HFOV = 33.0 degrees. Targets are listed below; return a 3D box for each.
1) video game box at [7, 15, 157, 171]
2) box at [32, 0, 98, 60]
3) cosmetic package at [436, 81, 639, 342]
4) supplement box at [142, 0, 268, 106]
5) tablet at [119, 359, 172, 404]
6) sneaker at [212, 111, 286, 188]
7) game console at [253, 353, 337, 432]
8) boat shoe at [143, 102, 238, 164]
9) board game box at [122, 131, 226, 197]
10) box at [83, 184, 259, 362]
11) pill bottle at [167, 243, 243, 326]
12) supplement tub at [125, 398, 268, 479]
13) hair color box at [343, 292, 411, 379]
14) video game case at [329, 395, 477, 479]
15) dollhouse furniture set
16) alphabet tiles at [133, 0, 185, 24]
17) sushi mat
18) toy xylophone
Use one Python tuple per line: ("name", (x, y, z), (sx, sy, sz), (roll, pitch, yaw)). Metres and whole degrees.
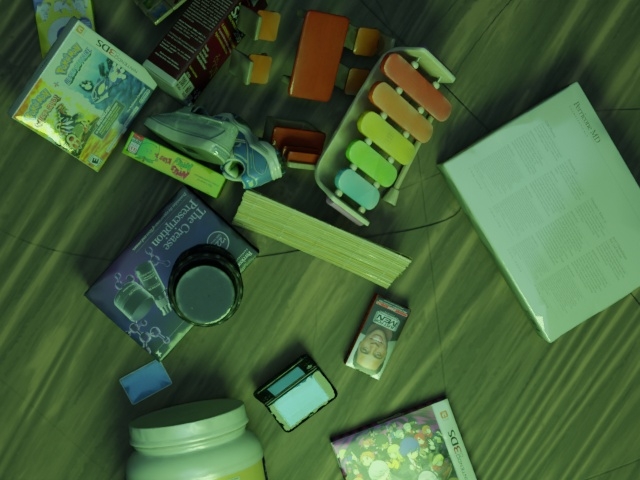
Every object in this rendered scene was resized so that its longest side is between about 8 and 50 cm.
("video game box", (-0.410, -0.253, 1.888), (0.187, 0.048, 0.205), (34, 90, -32))
("box", (-0.447, -0.353, 1.926), (0.105, 0.043, 0.179), (-9, 94, -3))
("cosmetic package", (0.428, -0.051, 1.951), (0.284, 0.097, 0.377), (-31, 93, 0))
("supplement box", (-0.197, -0.359, 1.879), (0.073, 0.130, 0.239), (35, 85, 11))
("tablet", (-0.318, 0.257, 1.969), (0.083, 0.006, 0.054), (-28, 93, -2))
("sneaker", (-0.150, -0.157, 1.877), (0.081, 0.211, 0.080), (-33, 132, -20))
("game console", (-0.044, 0.277, 1.953), (0.122, 0.107, 0.071), (-37, 65, -2))
("boat shoe", (-0.220, -0.193, 1.876), (0.079, 0.227, 0.081), (42, 76, -43))
("board game box", (-0.256, -0.133, 1.916), (0.181, 0.092, 0.043), (26, 90, -3))
("box", (-0.261, 0.057, 1.920), (0.184, 0.103, 0.261), (42, 89, -6))
("pill bottle", (-0.187, 0.074, 1.764), (0.122, 0.219, 0.123), (0, 94, -6))
("supplement tub", (-0.203, 0.459, 1.864), (0.240, 0.241, 0.332), (-9, 92, -2))
("hair color box", (0.103, 0.175, 1.968), (0.072, 0.043, 0.141), (24, 91, -4))
("video game case", (0.160, 0.423, 1.979), (0.232, 0.042, 0.210), (-20, 91, -2))
("dollhouse furniture set", (-0.016, -0.265, 1.862), (0.261, 0.135, 0.259), (4, 111, -25))
("alphabet tiles", (-0.234, -0.491, 1.878), (0.237, 0.198, 0.009), (-41, 136, -1))
("sushi mat", (0.000, 0.000, 1.909), (0.316, 0.151, 0.019), (23, 64, -3))
("toy xylophone", (0.122, -0.178, 1.877), (0.236, 0.081, 0.323), (21, 95, -46))
